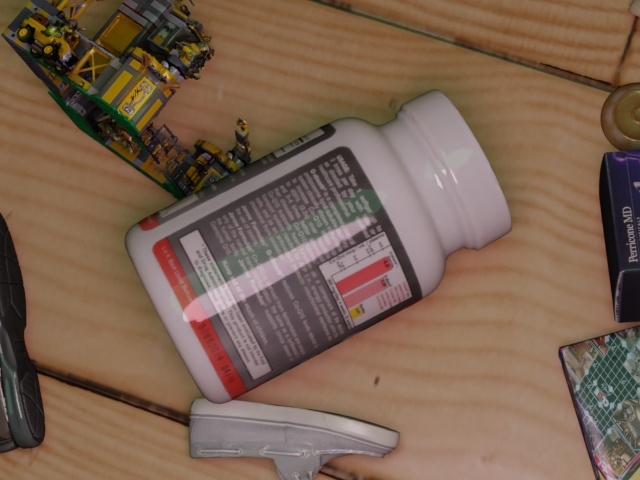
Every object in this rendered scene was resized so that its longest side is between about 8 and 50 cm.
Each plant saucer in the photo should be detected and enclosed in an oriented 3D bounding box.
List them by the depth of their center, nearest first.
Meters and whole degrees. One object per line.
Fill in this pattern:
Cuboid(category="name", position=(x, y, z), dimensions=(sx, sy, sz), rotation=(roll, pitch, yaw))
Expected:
Cuboid(category="plant saucer", position=(0.348, -0.135, 1.913), dimensions=(0.083, 0.015, 0.083), rotation=(-1, 77, 6))

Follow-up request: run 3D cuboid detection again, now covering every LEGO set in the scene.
Cuboid(category="LEGO set", position=(-0.169, -0.192, 1.843), dimensions=(0.255, 0.331, 0.192), rotation=(33, 80, 32))

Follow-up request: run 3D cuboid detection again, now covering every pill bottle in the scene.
Cuboid(category="pill bottle", position=(0.000, 0.000, 1.814), dimensions=(0.363, 0.210, 0.210), rotation=(-27, 76, -3))

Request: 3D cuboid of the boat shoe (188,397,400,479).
Cuboid(category="boat shoe", position=(-0.030, 0.216, 1.845), dimensions=(0.227, 0.079, 0.081), rotation=(6, 85, 13))

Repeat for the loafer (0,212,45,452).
Cuboid(category="loafer", position=(-0.364, 0.099, 1.894), dimensions=(0.084, 0.096, 0.267), rotation=(-14, 78, 9))

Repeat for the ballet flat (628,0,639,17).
Cuboid(category="ballet flat", position=(0.425, -0.188, 1.894), dimensions=(0.086, 0.086, 0.248), rotation=(-38, 75, -3))

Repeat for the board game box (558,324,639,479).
Cuboid(category="board game box", position=(0.360, 0.207, 1.820), dimensions=(0.165, 0.042, 0.243), rotation=(-15, 76, 2))

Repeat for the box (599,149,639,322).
Cuboid(category="box", position=(0.399, -0.010, 1.811), dimensions=(0.207, 0.108, 0.153), rotation=(-5, 57, 3))
